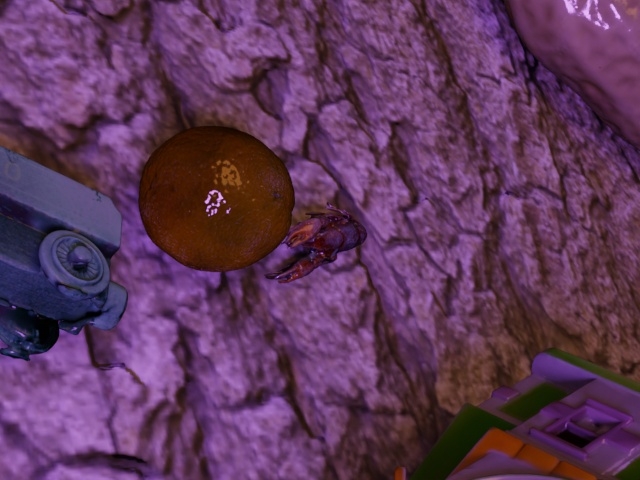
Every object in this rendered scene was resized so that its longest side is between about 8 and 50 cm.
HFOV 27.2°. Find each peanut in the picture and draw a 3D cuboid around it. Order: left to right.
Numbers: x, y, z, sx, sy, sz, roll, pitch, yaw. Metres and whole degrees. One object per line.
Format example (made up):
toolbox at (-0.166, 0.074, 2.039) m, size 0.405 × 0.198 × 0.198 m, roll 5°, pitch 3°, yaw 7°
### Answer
peanut at (0.291, -0.165, 1.151) m, size 0.313 × 0.152 × 0.152 m, roll 42°, pitch 41°, yaw -15°

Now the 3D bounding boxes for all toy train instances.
toy train at (-0.174, -0.010, 0.663) m, size 0.172 × 0.070 × 0.099 m, roll 27°, pitch 36°, yaw -28°

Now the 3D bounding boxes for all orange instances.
orange at (-0.058, -0.024, 0.768) m, size 0.095 × 0.085 × 0.085 m, roll 8°, pitch 57°, yaw -34°

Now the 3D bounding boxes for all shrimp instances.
shrimp at (-0.001, -0.002, 0.841) m, size 0.029 × 0.038 × 0.092 m, roll 19°, pitch 31°, yaw 28°

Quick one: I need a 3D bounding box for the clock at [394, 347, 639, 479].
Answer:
clock at (0.110, 0.194, 0.651) m, size 0.309 × 0.235 × 0.166 m, roll -23°, pitch 122°, yaw -40°
